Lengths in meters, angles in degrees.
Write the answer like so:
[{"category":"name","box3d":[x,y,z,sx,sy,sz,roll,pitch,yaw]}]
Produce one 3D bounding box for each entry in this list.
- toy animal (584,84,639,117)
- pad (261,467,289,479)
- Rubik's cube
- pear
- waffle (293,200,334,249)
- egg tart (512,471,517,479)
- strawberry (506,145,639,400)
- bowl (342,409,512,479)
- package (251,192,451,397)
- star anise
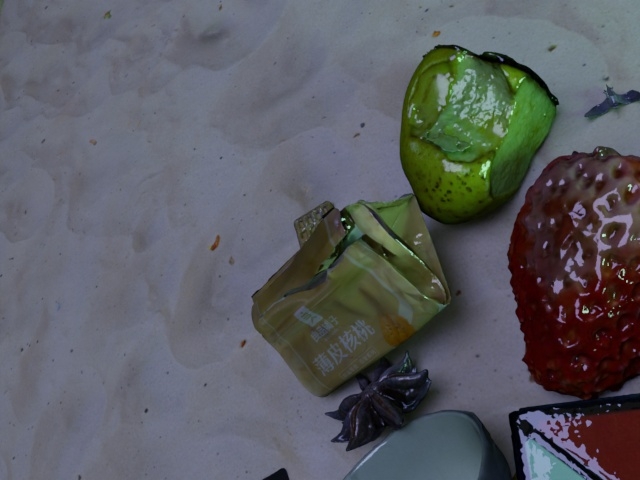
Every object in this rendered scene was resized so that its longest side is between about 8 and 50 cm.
[{"category":"toy animal","box3d":[0.435,-0.215,1.058,0.084,0.028,0.050,-17,70,29]},{"category":"pad","box3d":[-0.102,0.464,1.179,0.157,0.003,0.112,-36,53,19]},{"category":"Rubik's cube","box3d":[0.339,0.294,0.732,0.250,0.246,0.248,-11,69,14]},{"category":"pear","box3d":[0.205,-0.162,1.121,0.238,0.164,0.255,27,90,40]},{"category":"waffle","box3d":[0.000,0.000,1.291,0.092,0.021,0.135,-29,55,22]},{"category":"egg tart","box3d":[0.307,0.337,0.902,0.130,0.052,0.130,-16,61,30]},{"category":"strawberry","box3d":[0.355,0.037,0.933,0.265,0.149,0.336,10,78,37]},{"category":"bowl","box3d":[0.133,0.381,0.895,0.307,0.163,0.307,-39,10,8]},{"category":"package","box3d":[0.019,0.079,1.087,0.311,0.165,0.221,-44,48,41]},{"category":"star anise","box3d":[0.087,0.250,1.066,0.204,0.061,0.180,-38,14,18]}]
